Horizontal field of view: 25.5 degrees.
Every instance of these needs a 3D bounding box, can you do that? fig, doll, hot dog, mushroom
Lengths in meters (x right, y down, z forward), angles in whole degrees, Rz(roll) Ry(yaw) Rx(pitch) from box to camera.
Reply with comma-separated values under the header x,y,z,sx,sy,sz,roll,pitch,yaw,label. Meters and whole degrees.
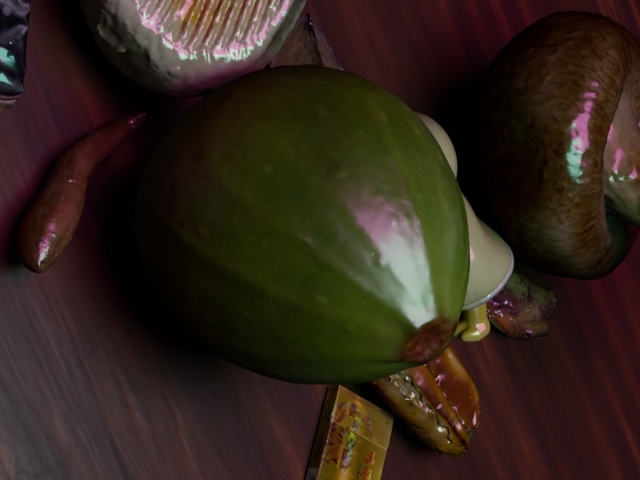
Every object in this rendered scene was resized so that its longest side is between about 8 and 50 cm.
x,y,z,sx,sy,sz,roll,pitch,yaw,label
0.000,0.000,1.276,0.316,0.316,0.316,11,74,-41,fig
0.118,-0.025,1.508,0.296,0.117,0.141,57,12,-31,doll
0.088,0.125,1.501,0.269,0.072,0.115,57,30,-18,hot dog
0.328,-0.091,1.585,0.331,0.356,0.334,22,79,-44,mushroom

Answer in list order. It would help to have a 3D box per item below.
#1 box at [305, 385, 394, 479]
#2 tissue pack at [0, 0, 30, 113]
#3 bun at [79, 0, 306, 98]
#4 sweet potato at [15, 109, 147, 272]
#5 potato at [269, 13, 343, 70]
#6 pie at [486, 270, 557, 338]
x,y,z,sx,sy,sz,roll,pitch,yaw,label
0.026,0.237,1.462,0.089,0.022,0.156,35,59,-33,box
-0.393,-0.231,1.118,0.332,0.123,0.245,5,83,-39,tissue pack
-0.122,-0.244,1.338,0.244,0.153,0.244,3,80,-19,bun
-0.222,-0.054,1.284,0.050,0.050,0.214,46,48,-25,sweet potato
-0.011,-0.139,1.487,0.100,0.089,0.172,42,24,-55,potato
0.228,0.069,1.676,0.170,0.034,0.092,23,62,-38,pie
